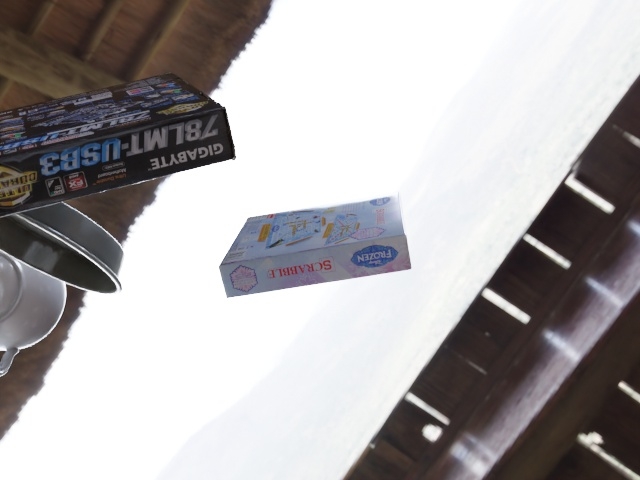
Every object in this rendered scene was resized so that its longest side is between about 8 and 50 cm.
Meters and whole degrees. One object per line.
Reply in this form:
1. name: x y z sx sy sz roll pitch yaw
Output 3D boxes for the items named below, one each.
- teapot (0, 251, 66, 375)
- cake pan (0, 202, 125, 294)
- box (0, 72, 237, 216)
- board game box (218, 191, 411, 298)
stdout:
1. teapot: -0.675 0.113 1.618 0.252 0.256 0.187 -51 -11 -7
2. cake pan: -0.423 -0.010 1.165 0.293 0.293 0.054 114 180 -69
3. box: -0.283 -0.125 0.939 0.295 0.073 0.293 -18 25 -17
4. board game box: 0.000 0.000 1.412 0.319 0.318 0.066 -76 -25 -72
